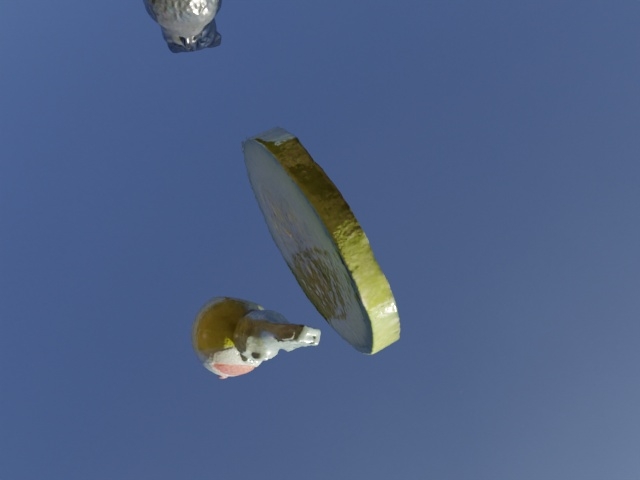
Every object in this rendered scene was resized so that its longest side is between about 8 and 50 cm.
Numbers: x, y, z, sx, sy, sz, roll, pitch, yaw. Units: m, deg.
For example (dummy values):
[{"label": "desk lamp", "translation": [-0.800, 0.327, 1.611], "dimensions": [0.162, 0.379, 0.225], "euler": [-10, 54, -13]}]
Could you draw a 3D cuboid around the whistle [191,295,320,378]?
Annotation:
[{"label": "whistle", "translation": [-0.097, 0.139, 0.922], "dimensions": [0.223, 0.123, 0.122], "euler": [-3, -105, 40]}]

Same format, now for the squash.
[{"label": "squash", "translation": [-0.005, 0.002, 0.587], "dimensions": [0.041, 0.219, 0.219], "euler": [-30, -107, -9]}]

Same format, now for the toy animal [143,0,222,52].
[{"label": "toy animal", "translation": [-0.145, -0.268, 0.624], "dimensions": [0.121, 0.210, 0.117], "euler": [-5, -109, -6]}]
